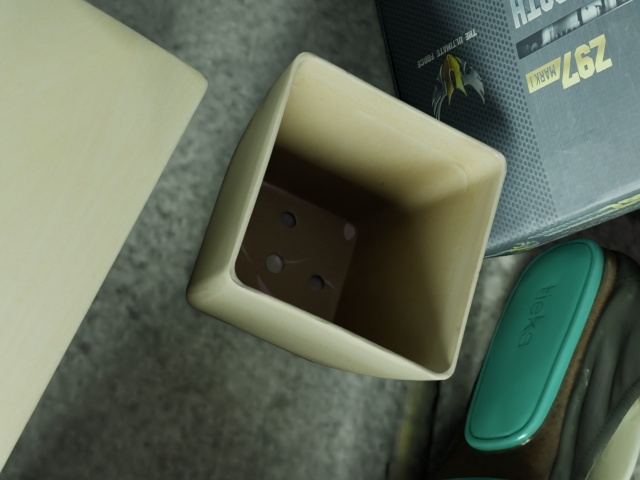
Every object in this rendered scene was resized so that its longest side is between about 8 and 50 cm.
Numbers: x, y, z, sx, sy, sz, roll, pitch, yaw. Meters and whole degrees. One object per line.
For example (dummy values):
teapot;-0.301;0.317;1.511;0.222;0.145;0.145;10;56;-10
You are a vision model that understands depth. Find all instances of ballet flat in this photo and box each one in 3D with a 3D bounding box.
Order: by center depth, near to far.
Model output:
ballet flat;0.089;0.122;0.797;0.096;0.095;0.280;50;59;-22

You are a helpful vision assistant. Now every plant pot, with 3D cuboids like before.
plant pot;0.000;0.000;0.775;0.109;0.096;0.109;26;66;-21

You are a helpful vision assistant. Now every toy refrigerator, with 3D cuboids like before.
toy refrigerator;-0.154;0.032;0.688;0.102;0.094;0.269;30;64;-11

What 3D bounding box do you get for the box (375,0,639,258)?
box;0.115;-0.103;0.785;0.059;0.233;0.183;-8;82;-32
